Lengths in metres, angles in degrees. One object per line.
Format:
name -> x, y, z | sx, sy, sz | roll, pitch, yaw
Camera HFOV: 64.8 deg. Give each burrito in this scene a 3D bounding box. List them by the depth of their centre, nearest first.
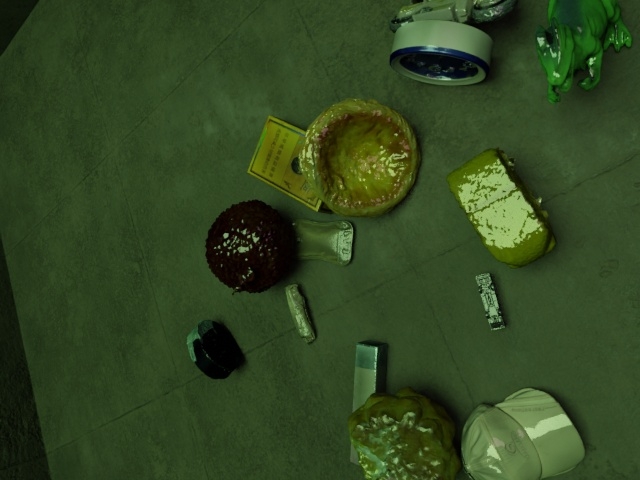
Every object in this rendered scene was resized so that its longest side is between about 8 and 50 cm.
burrito -> -0.059, 0.217, 1.494 | 0.058, 0.045, 0.188 | -33, 71, 56

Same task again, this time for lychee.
lychee -> -0.205, 0.027, 1.469 | 0.264, 0.264, 0.300 | -22, 46, 32

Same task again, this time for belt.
belt -> -0.346, 0.347, 1.619 | 0.078, 0.151, 0.198 | -48, 62, 24

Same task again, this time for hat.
hat -> 0.437, 0.452, 1.096 | 0.226, 0.164, 0.219 | -48, 63, 47

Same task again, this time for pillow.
pillow -> 0.000, 0.000, 1.467 | 0.217, 0.033, 0.130 | 7, 94, 34

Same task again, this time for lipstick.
lipstick -> 0.129, 0.431, 1.344 | 0.068, 0.066, 0.317 | 3, 90, 33

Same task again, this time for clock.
clock -> 0.281, -0.433, 1.176 | 0.230, 0.230, 0.083 | 14, 92, 34

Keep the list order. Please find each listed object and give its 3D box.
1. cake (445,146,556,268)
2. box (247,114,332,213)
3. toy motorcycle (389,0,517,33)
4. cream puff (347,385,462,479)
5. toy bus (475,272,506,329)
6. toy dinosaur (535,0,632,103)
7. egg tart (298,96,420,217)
cake -> 0.405, -0.069, 1.110 | 0.156, 0.179, 0.260 | -34, 73, 29
box -> -0.062, -0.226, 1.486 | 0.301, 0.084, 0.193 | 30, 105, 31
toy motorcycle -> 0.328, -0.562, 1.187 | 0.340, 0.108, 0.223 | 15, 55, 47
cream puff -> 0.205, 0.482, 1.218 | 0.281, 0.185, 0.282 | 4, 101, 22
toy bus -> 0.400, 0.142, 1.180 | 0.037, 0.052, 0.131 | -18, 80, 28
toy dinosaur -> 0.475, -0.505, 0.973 | 0.144, 0.374, 0.500 | -5, 88, 42
egg tart -> 0.096, -0.212, 1.309 | 0.128, 0.319, 0.319 | -128, 55, -72
